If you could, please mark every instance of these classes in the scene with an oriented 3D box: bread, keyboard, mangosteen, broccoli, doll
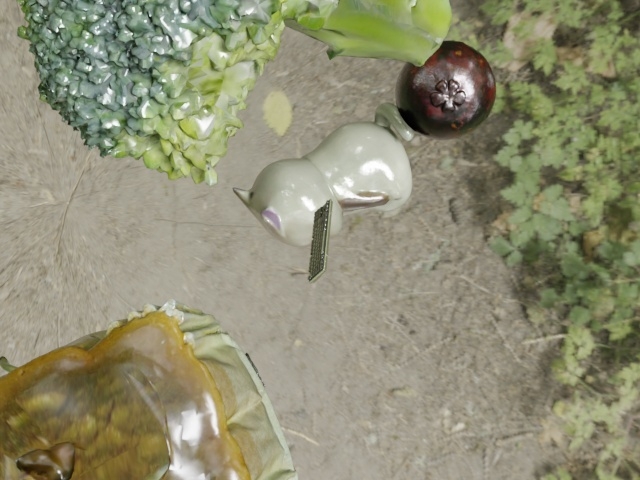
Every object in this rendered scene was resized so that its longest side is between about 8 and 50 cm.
[{"bbox_3d":[-0.140,0.158,0.605,0.209,0.110,0.192,-24,83,10],"label":"bread"},{"bbox_3d":[0.000,0.000,1.302,0.015,0.049,0.129,17,56,-17],"label":"keyboard"},{"bbox_3d":[0.245,-0.294,1.693,0.209,0.210,0.210,-1,93,-16],"label":"mangosteen"},{"bbox_3d":[-0.062,-0.189,0.696,0.353,0.397,0.275,-28,67,5],"label":"broccoli"},{"bbox_3d":[0.029,-0.117,1.823,0.370,0.215,0.226,-33,130,-7],"label":"doll"}]

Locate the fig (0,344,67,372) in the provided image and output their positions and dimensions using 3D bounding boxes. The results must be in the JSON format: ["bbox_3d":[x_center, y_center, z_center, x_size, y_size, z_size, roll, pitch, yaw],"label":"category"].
[{"bbox_3d":[-0.512,0.249,1.602,0.245,0.149,0.149,8,90,18],"label":"fig"}]
